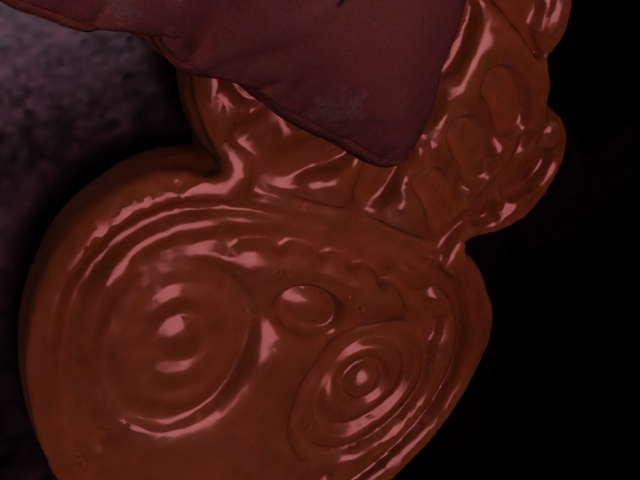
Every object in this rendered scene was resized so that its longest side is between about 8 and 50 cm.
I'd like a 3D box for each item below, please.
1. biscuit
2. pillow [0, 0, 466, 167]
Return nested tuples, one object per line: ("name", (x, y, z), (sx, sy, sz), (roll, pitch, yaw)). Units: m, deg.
("biscuit", (0.001, 0.001, 0.566), (0.202, 0.044, 0.288), (22, 106, -35))
("pillow", (-0.023, -0.155, 0.428), (0.236, 0.084, 0.223), (20, 92, -35))
